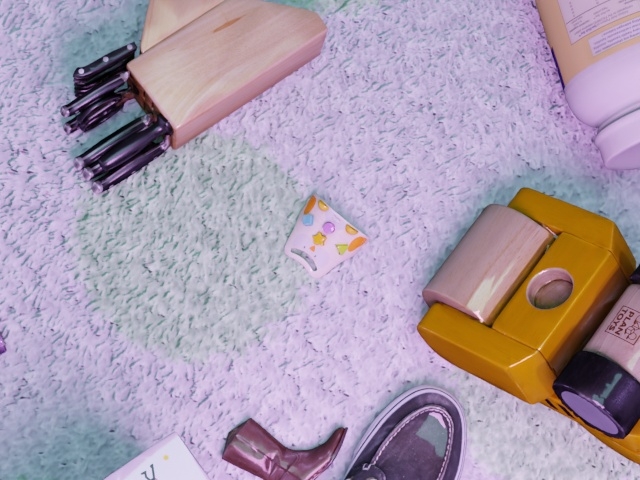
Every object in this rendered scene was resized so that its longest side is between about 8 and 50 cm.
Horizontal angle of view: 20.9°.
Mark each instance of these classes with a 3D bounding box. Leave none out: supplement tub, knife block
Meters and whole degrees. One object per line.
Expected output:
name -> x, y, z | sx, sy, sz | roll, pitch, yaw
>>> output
supplement tub -> 0.368, -0.268, 1.953 | 0.241, 0.241, 0.331 | -14, 79, -9
knife block -> -0.146, -0.158, 1.951 | 0.276, 0.088, 0.242 | 10, 77, -4

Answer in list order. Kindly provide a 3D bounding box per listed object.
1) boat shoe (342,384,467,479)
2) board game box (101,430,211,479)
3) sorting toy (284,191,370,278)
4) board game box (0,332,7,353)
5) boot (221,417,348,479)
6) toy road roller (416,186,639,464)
boat shoe -> 0.066, 0.303, 1.848 | 0.121, 0.119, 0.335 | 28, 76, 1
board game box -> -0.212, 0.304, 1.723 | 0.224, 0.303, 0.097 | -34, 84, -13
sorting toy -> 0.000, 0.000, 1.959 | 0.083, 0.045, 0.075 | 40, 95, 4
board game box -> -0.538, 0.085, 1.874 | 0.347, 0.056, 0.208 | -20, 76, -10
boot -> -0.040, 0.221, 1.902 | 0.114, 0.037, 0.106 | 33, 73, 7
toy road roller -> 0.294, 0.114, 1.904 | 0.329, 0.240, 0.202 | 27, 72, 39
